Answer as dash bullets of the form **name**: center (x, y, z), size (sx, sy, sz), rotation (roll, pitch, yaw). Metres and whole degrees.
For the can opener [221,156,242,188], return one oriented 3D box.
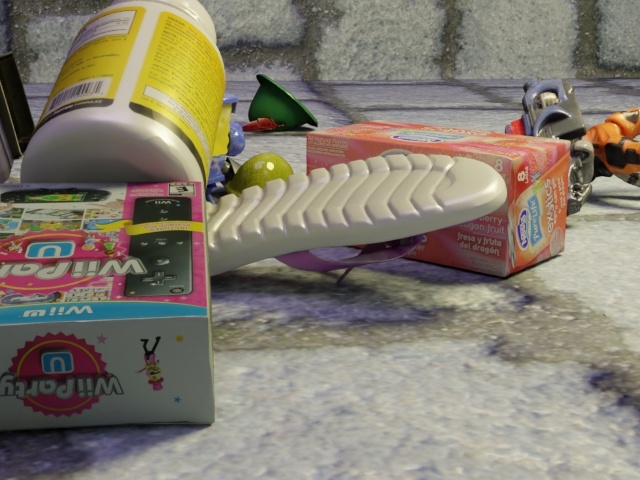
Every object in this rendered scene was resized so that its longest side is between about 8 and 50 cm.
- **can opener**: center (-0.188, -0.117, 1.655), size (0.095, 0.076, 0.283), rotation (29, 3, -22)

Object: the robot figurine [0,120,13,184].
- **robot figurine**: center (-0.530, -0.076, 1.112), size (0.353, 0.200, 0.300), rotation (-18, 12, -11)

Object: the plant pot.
- **plant pot**: center (-0.667, -0.251, 1.939), size (0.167, 0.187, 0.188), rotation (-12, 15, -2)

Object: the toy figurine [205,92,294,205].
- **toy figurine**: center (-0.130, -0.134, 1.365), size (0.191, 0.217, 0.362), rotation (13, 21, 39)

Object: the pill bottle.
- **pill bottle**: center (-0.206, -0.149, 1.131), size (0.187, 0.188, 0.334), rotation (1, 41, 3)

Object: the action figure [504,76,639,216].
- **action figure**: center (0.405, -0.102, 1.501), size (0.330, 0.179, 0.341), rotation (-3, 40, 15)

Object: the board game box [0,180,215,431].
- **board game box**: center (-0.204, 0.042, 0.854), size (0.224, 0.098, 0.303), rotation (-2, 24, -7)

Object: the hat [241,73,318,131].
- **hat**: center (-0.135, -0.254, 2.242), size (0.208, 0.183, 0.173), rotation (41, -6, -37)

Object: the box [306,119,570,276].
- **box**: center (0.139, -0.061, 1.244), size (0.300, 0.142, 0.154), rotation (12, 19, 39)

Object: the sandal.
- **sandal**: center (0.003, -0.008, 1.109), size (0.416, 0.102, 0.169), rotation (-9, 29, 17)
